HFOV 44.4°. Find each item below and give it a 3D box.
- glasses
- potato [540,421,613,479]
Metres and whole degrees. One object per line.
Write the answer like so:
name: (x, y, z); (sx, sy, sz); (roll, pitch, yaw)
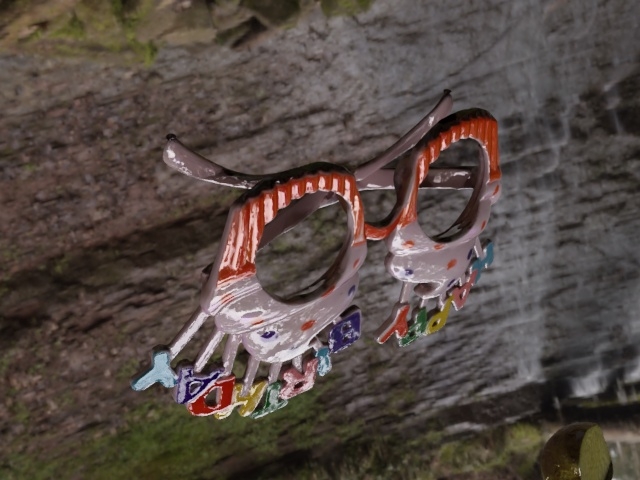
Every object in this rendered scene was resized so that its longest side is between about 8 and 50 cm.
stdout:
glasses: (0.004, 0.008, 0.446); (0.255, 0.162, 0.095); (-19, -146, -28)
potato: (0.278, 0.243, 0.875); (0.066, 0.103, 0.096); (0, -149, 37)
